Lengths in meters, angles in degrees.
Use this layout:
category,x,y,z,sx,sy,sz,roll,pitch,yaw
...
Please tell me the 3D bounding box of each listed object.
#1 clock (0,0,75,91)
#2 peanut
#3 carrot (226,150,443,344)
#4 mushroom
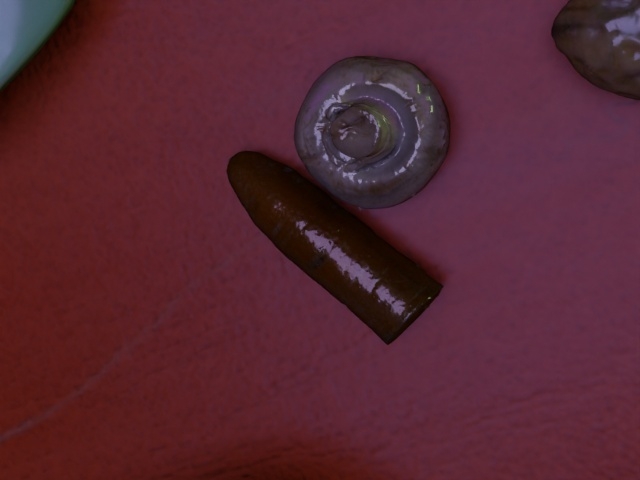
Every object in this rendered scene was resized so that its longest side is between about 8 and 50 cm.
category,x,y,z,sx,sy,sz,roll,pitch,yaw
clock,-0.237,-0.120,0.672,0.148,0.060,0.188,38,87,-12
peanut,0.203,-0.095,0.612,0.174,0.080,0.080,11,99,8
carrot,0.000,0.000,0.680,0.139,0.048,0.048,39,102,6
mushroom,0.027,-0.058,0.657,0.083,0.067,0.084,3,102,17
